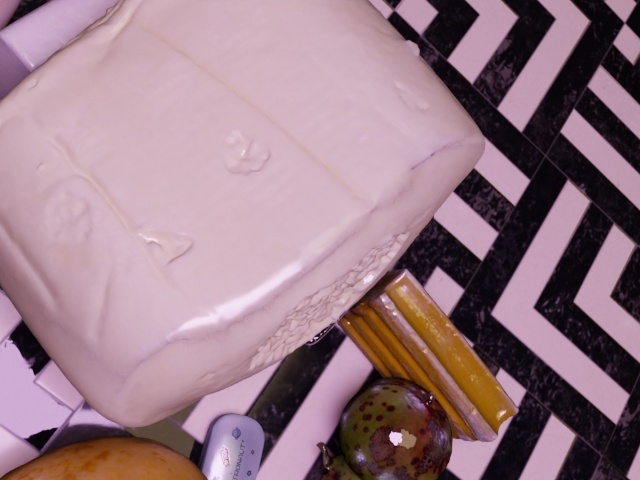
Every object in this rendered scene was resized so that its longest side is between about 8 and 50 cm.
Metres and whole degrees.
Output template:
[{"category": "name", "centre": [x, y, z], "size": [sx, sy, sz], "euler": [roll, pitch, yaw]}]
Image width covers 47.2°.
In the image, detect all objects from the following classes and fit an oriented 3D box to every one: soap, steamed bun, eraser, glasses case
[{"category": "soap", "centre": [0.129, 0.151, 0.937], "size": [0.073, 0.140, 0.232], "euler": [-42, 98, -24]}, {"category": "steamed bun", "centre": [-0.100, -0.060, 0.751], "size": [0.456, 0.290, 0.371], "euler": [-35, 72, -15]}, {"category": "eraser", "centre": [-0.239, -0.247, 0.836], "size": [0.270, 0.174, 0.095], "euler": [-42, 99, -24]}, {"category": "glasses case", "centre": [-0.116, 0.293, 0.856], "size": [0.067, 0.045, 0.178], "euler": [20, 73, -18]}]

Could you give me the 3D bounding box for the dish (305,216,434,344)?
[{"category": "dish", "centre": [0.000, 0.000, 0.930], "size": [0.182, 0.080, 0.243], "euler": [42, 69, 11]}]

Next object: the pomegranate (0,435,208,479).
[{"category": "pomegranate", "centre": [-0.202, 0.328, 0.675], "size": [0.307, 0.307, 0.307], "euler": [5, 78, -23]}]

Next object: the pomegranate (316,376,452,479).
[{"category": "pomegranate", "centre": [0.071, 0.239, 0.872], "size": [0.169, 0.148, 0.148], "euler": [-27, 92, 5]}]

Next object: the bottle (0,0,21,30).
[{"category": "bottle", "centre": [-0.431, -0.221, 0.771], "size": [0.147, 0.147, 0.236], "euler": [29, 78, -16]}]
